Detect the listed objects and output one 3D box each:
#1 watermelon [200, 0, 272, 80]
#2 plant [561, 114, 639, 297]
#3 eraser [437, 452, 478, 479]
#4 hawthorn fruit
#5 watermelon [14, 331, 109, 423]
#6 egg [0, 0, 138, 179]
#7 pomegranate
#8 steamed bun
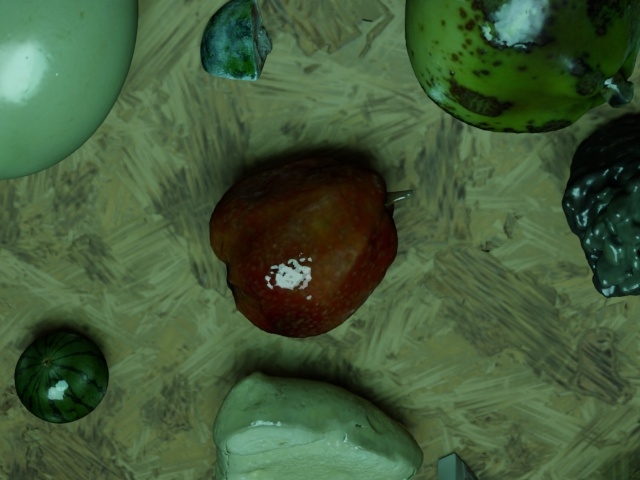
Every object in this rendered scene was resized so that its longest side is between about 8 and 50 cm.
[{"bbox_3d":[-0.072,-0.176,1.141,0.061,0.085,0.085,6,130,-37],"label":"watermelon"},{"bbox_3d":[0.289,-0.024,1.125,0.132,0.194,0.129,-24,115,17],"label":"plant"},{"bbox_3d":[0.176,0.301,1.437,0.029,0.052,0.122,-29,118,20],"label":"eraser"},{"bbox_3d":[-0.014,0.005,1.189,0.173,0.179,0.173,34,147,26],"label":"hawthorn fruit"},{"bbox_3d":[-0.271,0.147,1.334,0.109,0.109,0.109,2,124,2],"label":"watermelon"},{"bbox_3d":[-0.255,-0.166,1.065,0.188,0.188,0.253,32,112,-17],"label":"egg"},{"bbox_3d":[0.130,-0.204,1.008,0.277,0.204,0.222,22,138,-7],"label":"pomegranate"},{"bbox_3d":[-0.025,0.204,1.350,0.231,0.110,0.212,-19,138,12],"label":"steamed bun"}]
